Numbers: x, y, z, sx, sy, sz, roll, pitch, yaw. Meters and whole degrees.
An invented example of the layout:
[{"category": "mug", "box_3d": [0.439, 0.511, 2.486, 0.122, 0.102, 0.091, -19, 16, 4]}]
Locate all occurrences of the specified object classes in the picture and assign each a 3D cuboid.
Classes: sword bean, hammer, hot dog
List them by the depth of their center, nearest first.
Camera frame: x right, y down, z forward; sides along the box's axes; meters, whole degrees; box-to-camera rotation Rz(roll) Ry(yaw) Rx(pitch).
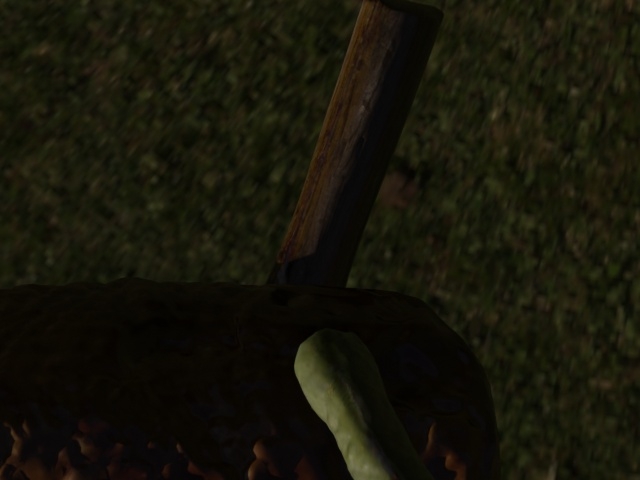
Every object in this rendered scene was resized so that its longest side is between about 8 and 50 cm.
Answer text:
[{"category": "sword bean", "box_3d": [0.058, 0.126, 0.757, 0.043, 0.269, 0.038, -37, 138, -1]}, {"category": "hot dog", "box_3d": [-0.082, 0.141, 1.182, 0.387, 0.267, 0.174, 1, 150, -13]}, {"category": "hammer", "box_3d": [0.000, 0.000, 1.406, 0.242, 0.095, 0.409, 24, 82, -26]}]
